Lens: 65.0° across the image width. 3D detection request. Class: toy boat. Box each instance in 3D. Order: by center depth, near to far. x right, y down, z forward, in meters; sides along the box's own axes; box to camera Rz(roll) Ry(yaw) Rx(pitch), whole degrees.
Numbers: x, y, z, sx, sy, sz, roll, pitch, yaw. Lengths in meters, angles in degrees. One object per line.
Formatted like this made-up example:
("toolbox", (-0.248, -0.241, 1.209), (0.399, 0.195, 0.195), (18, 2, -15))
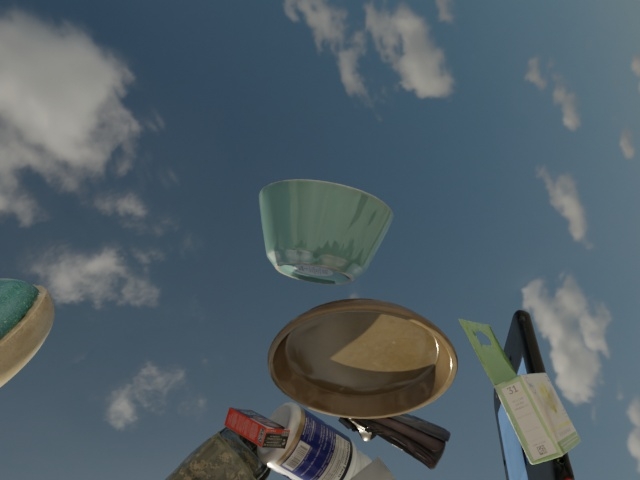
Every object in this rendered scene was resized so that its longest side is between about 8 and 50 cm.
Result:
("toy boat", (-0.415, 0.137, 0.529), (0.267, 0.318, 0.148), (-34, -57, -23))

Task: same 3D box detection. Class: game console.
("game console", (0.430, 0.395, 1.060), (0.387, 0.060, 0.342), (-82, -15, -49))

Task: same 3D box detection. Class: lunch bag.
("lunch bag", (-0.249, 0.576, 1.211), (0.235, 0.287, 0.169), (-43, -101, -5))

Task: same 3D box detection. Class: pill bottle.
("pill bottle", (-0.008, 0.520, 1.213), (0.264, 0.153, 0.153), (38, -130, -16))

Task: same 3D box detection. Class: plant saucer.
("plant saucer", (0.060, 0.178, 0.747), (0.277, 0.277, 0.041), (38, -146, -26))

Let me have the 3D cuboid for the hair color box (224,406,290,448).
("hair color box", (-0.140, 0.411, 1.104), (0.072, 0.141, 0.043), (25, -103, -43))

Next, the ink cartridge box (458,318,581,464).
("ink cartridge box", (0.328, 0.230, 0.825), (0.171, 0.056, 0.235), (19, -135, -53))

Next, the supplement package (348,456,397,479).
("supplement package", (0.151, 0.617, 1.054), (0.149, 0.194, 0.203), (-35, -79, -9))

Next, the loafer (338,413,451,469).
("loafer", (0.132, 0.408, 1.092), (0.302, 0.109, 0.095), (20, -102, -3))

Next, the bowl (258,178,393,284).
("bowl", (0.000, 0.000, 1.129), (0.311, 0.311, 0.163), (22, -111, -36))
